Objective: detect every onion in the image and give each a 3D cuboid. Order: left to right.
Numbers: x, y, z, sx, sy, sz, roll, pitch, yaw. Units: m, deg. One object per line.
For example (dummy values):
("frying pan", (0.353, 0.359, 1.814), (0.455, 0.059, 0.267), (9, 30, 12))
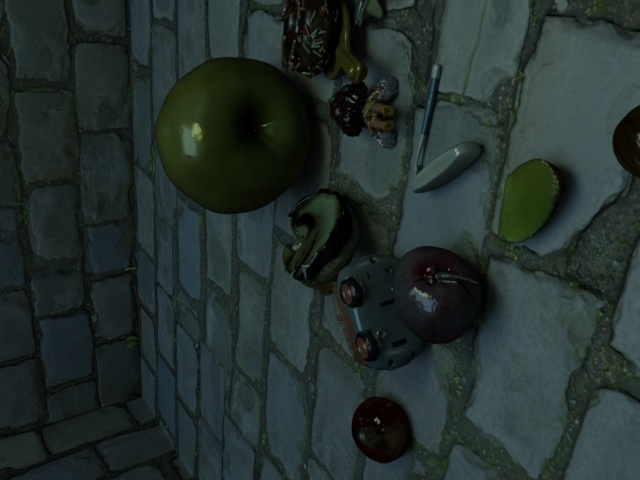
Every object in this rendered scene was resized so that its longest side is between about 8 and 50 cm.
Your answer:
("onion", (0.149, 0.520, 1.606), (0.184, 0.147, 0.184), (2, 92, 43))

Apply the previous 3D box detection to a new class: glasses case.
("glasses case", (0.272, -0.158, 1.297), (0.193, 0.074, 0.049), (-39, 67, 53))

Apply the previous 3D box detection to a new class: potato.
("potato", (0.408, -0.074, 1.145), (0.119, 0.054, 0.198), (46, 139, 38))

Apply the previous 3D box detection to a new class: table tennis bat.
("table tennis bat", (0.053, -0.486, 1.492), (0.321, 0.050, 0.198), (-110, 27, -47))

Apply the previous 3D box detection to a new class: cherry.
("cherry", (0.254, 0.120, 1.305), (0.266, 0.183, 0.213), (98, 158, -47))

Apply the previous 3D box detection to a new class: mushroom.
("mushroom", (0.001, 0.001, 1.609), (0.247, 0.130, 0.344), (-46, 25, 11))

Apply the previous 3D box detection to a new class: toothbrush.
("toothbrush", (0.244, -0.265, 1.361), (0.019, 0.025, 0.276), (30, 121, 42))

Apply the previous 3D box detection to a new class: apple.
("apple", (-0.260, -0.300, 1.725), (0.473, 0.473, 0.474), (21, 116, 52))

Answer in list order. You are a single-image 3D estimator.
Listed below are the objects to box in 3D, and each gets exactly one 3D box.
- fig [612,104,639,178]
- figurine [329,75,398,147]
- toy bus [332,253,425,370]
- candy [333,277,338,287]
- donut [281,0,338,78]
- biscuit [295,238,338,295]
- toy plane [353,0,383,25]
("fig", (0.543, -0.103, 0.900), (0.236, 0.124, 0.124), (60, 144, 5))
("figurine", (0.112, -0.315, 1.451), (0.240, 0.115, 0.175), (26, 120, 50))
("toy bus", (0.139, 0.188, 1.509), (0.232, 0.194, 0.288), (-39, 67, 66))
("candy", (0.070, 0.187, 1.728), (0.049, 0.055, 0.185), (-71, -22, -64))
("donut", (-0.034, -0.562, 1.541), (0.269, 0.103, 0.270), (-176, 90, -72))
("biscuit", (-0.011, 0.065, 1.795), (0.208, 0.049, 0.181), (17, 113, 51))
("toy plane", (0.115, -0.640, 1.385), (0.192, 0.088, 0.262), (-112, 28, -69))
